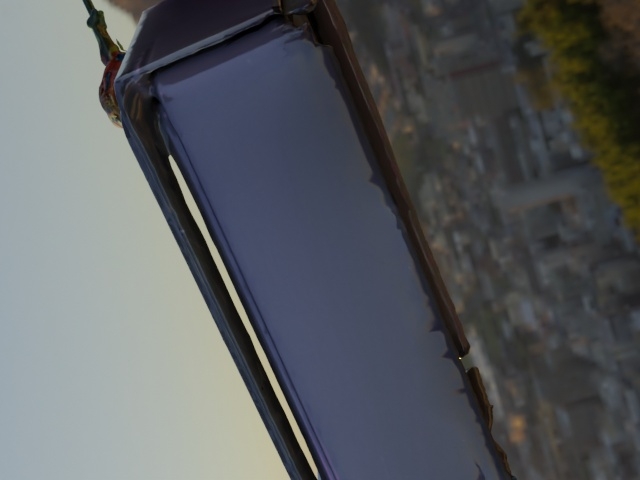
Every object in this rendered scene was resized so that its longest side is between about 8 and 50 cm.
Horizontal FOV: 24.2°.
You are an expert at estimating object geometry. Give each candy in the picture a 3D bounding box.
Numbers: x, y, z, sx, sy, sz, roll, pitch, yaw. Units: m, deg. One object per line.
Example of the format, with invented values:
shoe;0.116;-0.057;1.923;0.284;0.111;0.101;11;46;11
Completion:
candy;-0.184;-0.180;1.239;0.201;0.060;0.060;63;176;13

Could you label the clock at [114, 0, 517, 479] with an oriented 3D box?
clock;0.001;-0.001;0.545;0.144;0.073;0.193;-96;-17;-72
